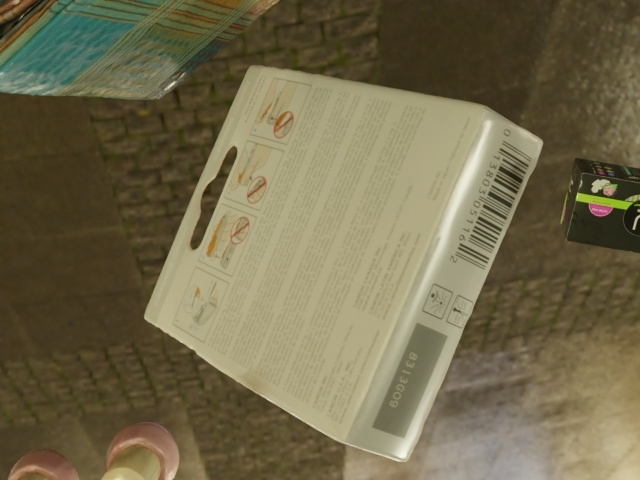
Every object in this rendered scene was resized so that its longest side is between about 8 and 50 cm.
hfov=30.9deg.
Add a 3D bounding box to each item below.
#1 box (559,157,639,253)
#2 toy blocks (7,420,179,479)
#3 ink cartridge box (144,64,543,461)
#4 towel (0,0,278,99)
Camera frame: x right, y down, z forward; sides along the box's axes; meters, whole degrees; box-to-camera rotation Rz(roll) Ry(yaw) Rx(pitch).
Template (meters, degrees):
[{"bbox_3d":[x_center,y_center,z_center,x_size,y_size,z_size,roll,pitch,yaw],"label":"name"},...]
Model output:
[{"bbox_3d":[0.250,-0.028,0.973,0.083,0.052,0.062,9,110,1],"label":"box"},{"bbox_3d":[-0.243,0.333,1.071,0.308,0.289,0.260,-18,-176,0],"label":"toy blocks"},{"bbox_3d":[0.000,0.000,1.123,0.091,0.308,0.385,24,178,-37],"label":"ink cartridge box"},{"bbox_3d":[-0.104,-0.200,0.890,0.271,0.040,0.370,-36,178,14],"label":"towel"}]
